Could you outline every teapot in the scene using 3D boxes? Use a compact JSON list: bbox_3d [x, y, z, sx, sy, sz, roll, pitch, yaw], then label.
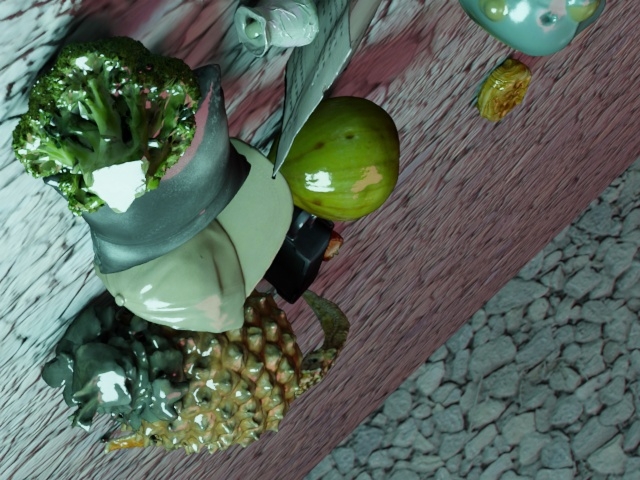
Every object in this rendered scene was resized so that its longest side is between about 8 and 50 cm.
[{"bbox_3d":[-0.046,-0.200,1.514,0.064,0.064,0.083,-28,177,-28],"label":"teapot"},{"bbox_3d":[-0.026,0.001,2.074,0.096,0.087,0.177,-43,166,-29],"label":"teapot"}]

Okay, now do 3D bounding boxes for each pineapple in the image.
[{"bbox_3d":[-0.184,0.144,1.826,0.223,0.223,0.357,-50,156,20],"label":"pineapple"}]

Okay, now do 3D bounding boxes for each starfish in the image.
[{"bbox_3d":[-0.093,0.177,2.225,0.384,0.132,0.398,-32,180,29],"label":"starfish"}]

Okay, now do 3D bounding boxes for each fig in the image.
[{"bbox_3d":[-0.004,-0.085,1.830,0.186,0.148,0.142,-5,176,-4],"label":"fig"}]

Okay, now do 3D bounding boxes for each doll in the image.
[{"bbox_3d":[0.258,-0.332,1.768,0.161,0.177,0.260,-35,167,-36],"label":"doll"}]

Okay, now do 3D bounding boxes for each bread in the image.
[{"bbox_3d":[0.262,-0.216,2.360,0.083,0.044,0.110,-36,162,-19],"label":"bread"}]

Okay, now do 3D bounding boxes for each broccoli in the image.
[{"bbox_3d":[-0.171,-0.089,1.324,0.146,0.138,0.162,18,129,-28],"label":"broccoli"}]

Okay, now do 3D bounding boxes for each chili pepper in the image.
[{"bbox_3d":[0.000,0.000,2.253,0.045,0.027,0.178,-50,166,2],"label":"chili pepper"}]

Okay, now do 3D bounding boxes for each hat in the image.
[{"bbox_3d":[-0.130,-0.014,1.641,0.144,0.166,0.173,-21,138,-55],"label":"hat"}]

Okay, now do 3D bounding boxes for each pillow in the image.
[{"bbox_3d":[-0.152,-0.060,1.503,0.186,0.106,0.250,-36,163,-7],"label":"pillow"}]

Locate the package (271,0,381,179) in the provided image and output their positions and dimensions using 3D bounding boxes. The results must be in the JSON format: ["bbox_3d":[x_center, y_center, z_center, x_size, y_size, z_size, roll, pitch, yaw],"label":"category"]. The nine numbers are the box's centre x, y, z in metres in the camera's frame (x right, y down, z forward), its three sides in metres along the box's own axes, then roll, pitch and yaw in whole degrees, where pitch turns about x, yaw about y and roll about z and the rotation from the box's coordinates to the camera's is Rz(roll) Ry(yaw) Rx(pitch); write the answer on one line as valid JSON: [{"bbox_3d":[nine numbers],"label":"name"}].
[{"bbox_3d":[0.013,-0.204,1.570,0.204,0.062,0.251,118,-4,-48],"label":"package"}]
